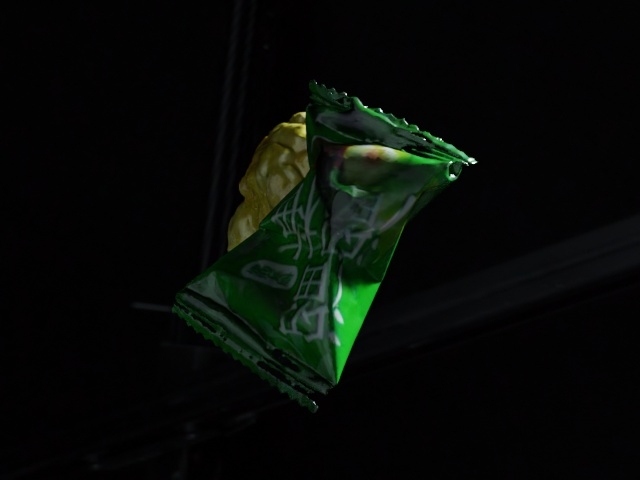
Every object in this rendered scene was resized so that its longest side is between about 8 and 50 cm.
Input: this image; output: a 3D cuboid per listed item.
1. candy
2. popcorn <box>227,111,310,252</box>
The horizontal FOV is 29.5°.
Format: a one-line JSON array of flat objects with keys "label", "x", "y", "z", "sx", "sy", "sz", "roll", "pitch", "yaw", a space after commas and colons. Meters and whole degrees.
[{"label": "candy", "x": 0.003, "y": 0.002, "z": 0.826, "sx": 0.141, "sy": 0.078, "sz": 0.203, "roll": 24, "pitch": -103, "yaw": 46}, {"label": "popcorn", "x": -0.022, "y": -0.045, "z": 1.396, "sx": 0.203, "sy": 0.200, "sz": 0.226, "roll": -38, "pitch": -142, "yaw": 3}]
